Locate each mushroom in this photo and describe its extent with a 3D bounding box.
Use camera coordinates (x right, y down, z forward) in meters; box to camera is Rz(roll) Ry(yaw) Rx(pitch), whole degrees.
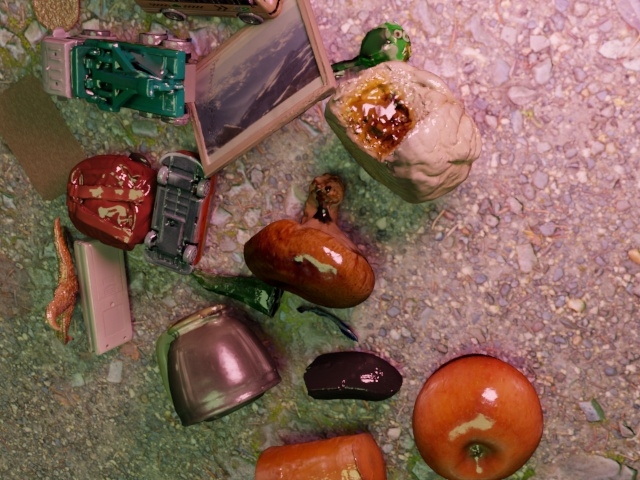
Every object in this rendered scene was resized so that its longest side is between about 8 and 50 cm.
[{"bbox_3d":[0.000,0.036,1.398,0.254,0.267,0.267,-38,95,-10],"label":"mushroom"}]

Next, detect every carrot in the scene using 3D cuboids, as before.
[{"bbox_3d":[0.003,0.543,1.560,0.254,0.196,0.196,-19,101,22],"label":"carrot"}]

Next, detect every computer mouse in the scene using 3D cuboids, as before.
[{"bbox_3d":[0.069,0.291,1.492,0.217,0.122,0.074,-3,119,16],"label":"computer mouse"}]

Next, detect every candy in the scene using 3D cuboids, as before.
[{"bbox_3d":[0.026,-0.330,1.331,0.323,0.097,0.097,-14,103,30],"label":"candy"}]

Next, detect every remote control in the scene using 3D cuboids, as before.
[{"bbox_3d":[-0.511,0.123,1.620,0.055,0.103,0.277,13,113,34],"label":"remote control"}]

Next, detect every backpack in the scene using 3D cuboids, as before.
[{"bbox_3d":[-0.462,-0.087,1.517,0.229,0.139,0.229,5,108,14],"label":"backpack"}]

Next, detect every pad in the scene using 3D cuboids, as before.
[{"bbox_3d":[-0.655,-0.236,1.602,0.176,0.002,0.266,-27,98,23],"label":"pad"}]

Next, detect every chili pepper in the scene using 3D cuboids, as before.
[{"bbox_3d":[-0.197,0.101,1.549,0.226,0.059,0.088,17,107,16],"label":"chili pepper"}]

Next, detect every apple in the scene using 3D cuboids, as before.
[{"bbox_3d":[0.316,0.370,1.396,0.271,0.206,0.252,-26,102,22],"label":"apple"}]

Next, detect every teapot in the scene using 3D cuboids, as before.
[{"bbox_3d":[-0.244,0.272,1.565,0.239,0.321,0.240,-22,83,-17],"label":"teapot"}]

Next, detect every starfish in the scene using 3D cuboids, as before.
[{"bbox_3d":[-0.593,0.098,1.600,0.060,0.299,0.303,0,89,-12],"label":"starfish"}]

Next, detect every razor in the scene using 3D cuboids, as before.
[{"bbox_3d":[0.019,0.178,1.518,0.154,0.044,0.028,27,87,5],"label":"razor"}]

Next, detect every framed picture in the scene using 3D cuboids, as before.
[{"bbox_3d":[-0.131,-0.304,1.324,0.335,0.022,0.248,-29,66,30],"label":"framed picture"}]

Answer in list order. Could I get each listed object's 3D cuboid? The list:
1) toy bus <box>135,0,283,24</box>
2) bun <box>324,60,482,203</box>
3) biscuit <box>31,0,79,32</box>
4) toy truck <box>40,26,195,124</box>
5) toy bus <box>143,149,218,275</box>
[{"bbox_3d":[-0.215,-0.498,1.274,0.289,0.157,0.140,9,86,15],"label":"toy bus"},{"bbox_3d":[0.160,-0.202,1.238,0.205,0.281,0.281,-41,93,-3],"label":"bun"},{"bbox_3d":[-0.571,-0.506,1.479,0.120,0.015,0.120,5,108,15],"label":"biscuit"},{"bbox_3d":[-0.397,-0.334,1.368,0.363,0.178,0.177,17,112,30],"label":"toy truck"},{"bbox_3d":[-0.293,-0.069,1.481,0.121,0.120,0.265,18,113,11],"label":"toy bus"}]
